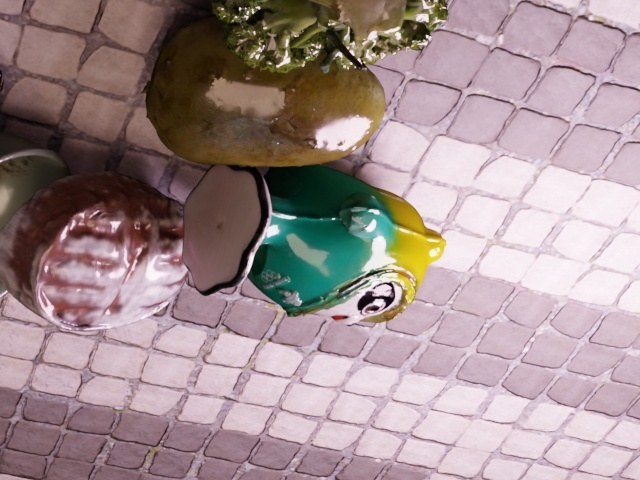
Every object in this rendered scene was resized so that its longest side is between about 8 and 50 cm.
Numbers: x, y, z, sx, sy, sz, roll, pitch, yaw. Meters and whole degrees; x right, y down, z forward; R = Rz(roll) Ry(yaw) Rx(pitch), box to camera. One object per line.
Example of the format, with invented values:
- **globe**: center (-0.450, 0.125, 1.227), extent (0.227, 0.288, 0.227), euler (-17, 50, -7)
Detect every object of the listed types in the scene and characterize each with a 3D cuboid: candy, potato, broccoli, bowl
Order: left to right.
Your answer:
- **bowl**: center (-0.489, -0.043, 1.834), extent (0.146, 0.289, 0.289), euler (38, 138, 21)
- **candy**: center (-0.297, 0.017, 1.870), extent (0.290, 0.157, 0.214), euler (-7, 118, -46)
- **potato**: center (-0.070, -0.187, 1.727), extent (0.308, 0.173, 0.210), euler (6, 133, -12)
- **broccoli**: center (0.013, -0.307, 1.537), extent (0.321, 0.283, 0.303), euler (-24, 124, -5)

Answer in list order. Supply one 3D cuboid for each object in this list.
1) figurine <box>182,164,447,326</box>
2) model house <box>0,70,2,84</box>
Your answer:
- **figurine**: center (0.000, 0.000, 1.889), extent (0.340, 0.231, 0.324), euler (12, 160, -38)
- **model house**: center (-0.492, -0.191, 1.744), extent (0.165, 0.106, 0.152), euler (-2, 134, 5)
